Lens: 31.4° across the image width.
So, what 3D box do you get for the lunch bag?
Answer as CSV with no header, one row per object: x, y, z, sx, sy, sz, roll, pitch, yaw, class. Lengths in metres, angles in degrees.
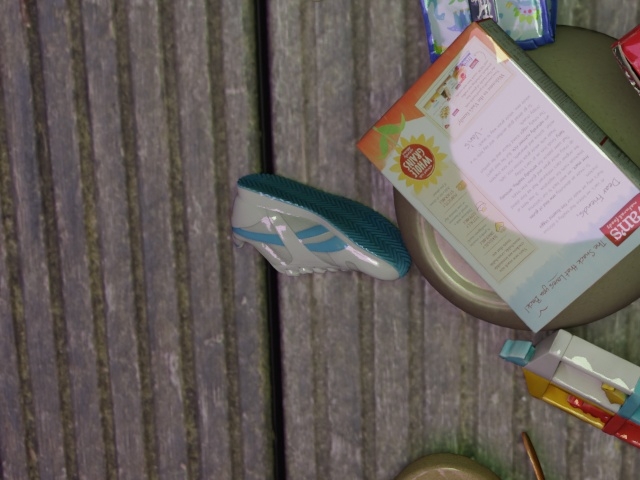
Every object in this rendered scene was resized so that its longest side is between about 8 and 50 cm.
0.171,-0.255,1.157,0.129,0.096,0.151,-8,67,25,lunch bag

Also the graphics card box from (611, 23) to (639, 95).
0.377,-0.118,0.992,0.094,0.371,0.233,-37,88,25,graphics card box

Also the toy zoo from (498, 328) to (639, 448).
0.326,0.175,1.198,0.293,0.192,0.030,26,74,14,toy zoo

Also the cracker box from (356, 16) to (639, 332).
0.168,-0.057,0.994,0.232,0.067,0.156,47,115,5,cracker box

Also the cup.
0.210,-0.044,1.149,0.331,0.237,0.331,5,105,19,cup

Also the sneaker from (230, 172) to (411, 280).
0.000,0.000,1.330,0.229,0.087,0.092,24,118,22,sneaker

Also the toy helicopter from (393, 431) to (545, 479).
0.229,0.384,1.333,0.355,0.140,0.235,45,106,-6,toy helicopter
